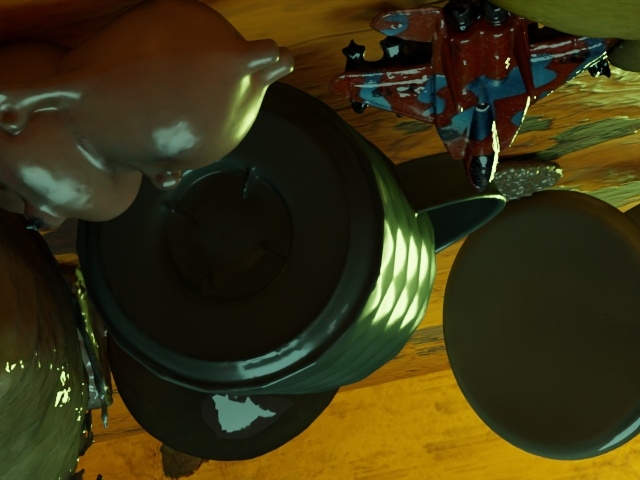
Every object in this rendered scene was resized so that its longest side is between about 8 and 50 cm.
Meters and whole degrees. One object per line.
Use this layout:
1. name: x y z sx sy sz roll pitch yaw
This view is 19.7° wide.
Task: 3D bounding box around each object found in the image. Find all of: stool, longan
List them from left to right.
1. longan: -0.059 0.065 1.237 0.167 0.167 0.187 -11 -167 5
2. stool: 0.222 0.060 1.396 0.195 0.195 0.198 -17 170 37

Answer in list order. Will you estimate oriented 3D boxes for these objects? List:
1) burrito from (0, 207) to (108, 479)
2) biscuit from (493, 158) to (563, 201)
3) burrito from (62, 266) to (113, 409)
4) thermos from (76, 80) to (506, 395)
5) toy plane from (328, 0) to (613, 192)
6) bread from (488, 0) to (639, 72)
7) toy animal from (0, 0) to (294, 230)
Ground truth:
1. burrito: -0.169 0.024 0.794 0.107 0.175 0.348 -20 164 0
2. biscuit: 0.103 -0.035 1.227 0.120 0.015 0.120 -10 171 -2
3. burrito: -0.293 0.099 1.335 0.299 0.105 0.143 -14 175 9
4. thermos: 0.000 0.000 0.944 0.182 0.145 0.286 -26 171 10
5. toy plane: 0.069 -0.066 0.817 0.130 0.061 0.189 -11 166 0
6. bread: 0.133 -0.105 0.680 0.149 0.065 0.188 -1 173 2
7. toy animal: -0.082 -0.052 0.716 0.150 0.083 0.089 -10 -143 20
